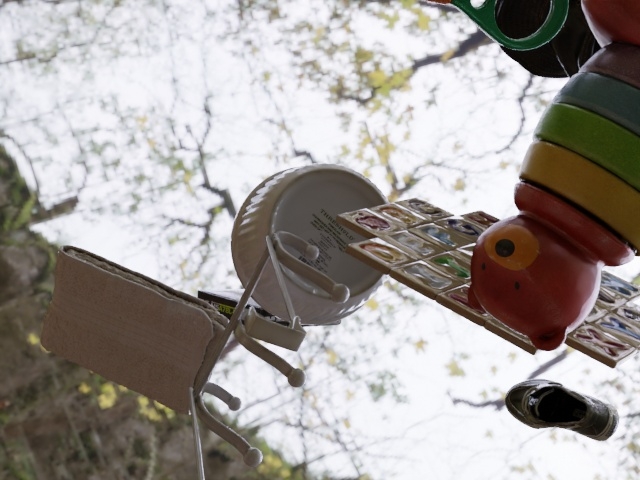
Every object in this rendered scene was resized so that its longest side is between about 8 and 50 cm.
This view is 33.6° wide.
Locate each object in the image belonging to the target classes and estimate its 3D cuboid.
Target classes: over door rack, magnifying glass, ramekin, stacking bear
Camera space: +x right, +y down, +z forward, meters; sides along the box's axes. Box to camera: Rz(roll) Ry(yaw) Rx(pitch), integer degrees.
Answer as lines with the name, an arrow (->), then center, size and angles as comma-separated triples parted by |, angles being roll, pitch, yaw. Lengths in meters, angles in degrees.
over door rack -> -0.066, 0.144, 1.118 | 0.324, 0.108, 0.239 | -86, -158, -75
magnifying glass -> 0.158, -0.259, 1.123 | 0.026, 0.231, 0.092 | -128, -132, -59
ramekin -> 0.000, 0.000, 1.325 | 0.207, 0.207, 0.109 | 69, -19, 2
stacking bear -> 0.236, -0.046, 0.909 | 0.175, 0.164, 0.289 | 35, -89, 36

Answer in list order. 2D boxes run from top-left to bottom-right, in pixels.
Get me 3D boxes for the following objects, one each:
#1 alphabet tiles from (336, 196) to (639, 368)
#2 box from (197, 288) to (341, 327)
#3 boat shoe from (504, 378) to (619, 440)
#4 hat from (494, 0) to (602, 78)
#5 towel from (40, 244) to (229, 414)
alphabet tiles -> 0.196, 0.033, 1.140 | 0.343, 0.285, 0.011 | 29, -65, 31
box -> -0.090, 0.118, 1.875 | 0.184, 0.191, 0.045 | 14, -80, 48
boat shoe -> 0.337, 0.239, 1.561 | 0.219, 0.070, 0.077 | 1, -111, 60
hat -> 0.405, -0.286, 1.456 | 0.331, 0.332, 0.133 | 131, -38, -52
towel -> -0.286, 0.139, 1.603 | 0.282, 0.049, 0.187 | 22, -65, 8
